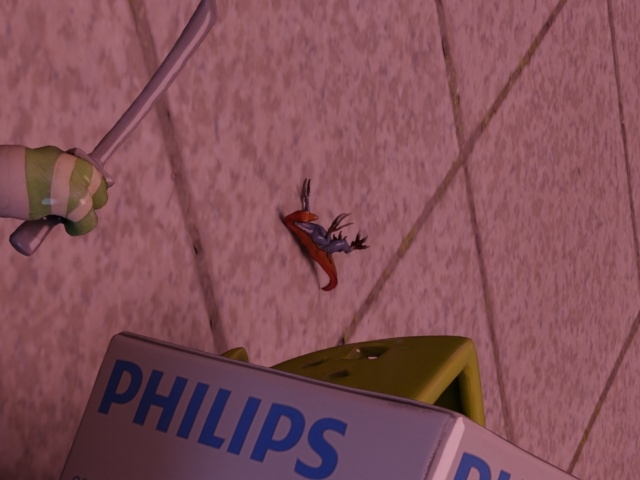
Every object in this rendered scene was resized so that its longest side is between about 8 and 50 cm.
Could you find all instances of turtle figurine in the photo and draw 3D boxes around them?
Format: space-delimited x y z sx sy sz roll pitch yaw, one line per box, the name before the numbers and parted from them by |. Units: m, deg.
turtle figurine | -0.165 -0.004 0.962 0.275 0.198 0.266 -25 121 -58

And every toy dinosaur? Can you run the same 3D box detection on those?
toy dinosaur | 0.000 0.000 1.525 0.082 0.047 0.090 3 101 -48

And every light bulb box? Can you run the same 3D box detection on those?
light bulb box | 0.019 0.279 0.991 0.358 0.225 0.361 31 76 -47

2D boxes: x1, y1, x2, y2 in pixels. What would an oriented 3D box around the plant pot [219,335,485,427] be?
plant pot | -0.019 0.199 1.298 0.227 0.207 0.228 -43 131 -58
